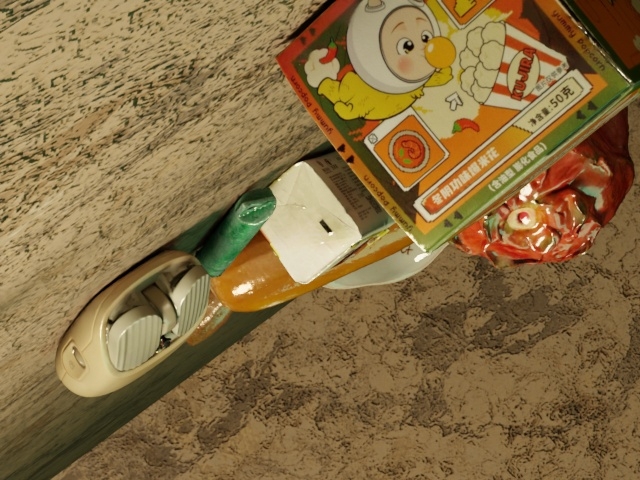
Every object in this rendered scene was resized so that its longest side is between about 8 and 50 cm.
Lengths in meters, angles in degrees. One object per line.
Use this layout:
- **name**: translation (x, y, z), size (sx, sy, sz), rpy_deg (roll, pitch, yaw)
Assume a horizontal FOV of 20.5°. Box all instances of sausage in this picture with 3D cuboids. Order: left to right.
- **sausage**: translation (0.000, 0.000, 2.012), size (0.274, 0.105, 0.105), rpy_deg (-25, 176, 3)

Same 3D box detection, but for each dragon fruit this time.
- **dragon fruit**: translation (0.191, -0.093, 1.751), size (0.241, 0.252, 0.241), rpy_deg (-29, 147, -21)

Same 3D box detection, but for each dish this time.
- **dish**: translation (0.063, -0.042, 2.134), size (0.229, 0.081, 0.229), rpy_deg (-12, 139, -11)

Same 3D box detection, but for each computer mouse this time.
- **computer mouse**: translation (-0.186, 0.090, 1.762), size (0.145, 0.082, 0.236), rpy_deg (-34, 176, -31)

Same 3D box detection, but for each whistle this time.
- **whistle**: translation (-0.088, -0.009, 1.809), size (0.039, 0.039, 0.186), rpy_deg (-35, 174, -26)

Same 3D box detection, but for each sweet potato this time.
- **sweet potato**: translation (-0.106, 0.055, 2.292), size (0.214, 0.050, 0.050), rpy_deg (-44, 174, 11)

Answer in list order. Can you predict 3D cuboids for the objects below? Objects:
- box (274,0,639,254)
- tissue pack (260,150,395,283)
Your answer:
- **box**: translation (0.109, -0.126, 1.209), size (0.195, 0.177, 0.148), rpy_deg (-40, 174, 30)
- **tissue pack**: translation (0.003, -0.028, 1.877), size (0.099, 0.106, 0.149), rpy_deg (-39, 175, 19)
